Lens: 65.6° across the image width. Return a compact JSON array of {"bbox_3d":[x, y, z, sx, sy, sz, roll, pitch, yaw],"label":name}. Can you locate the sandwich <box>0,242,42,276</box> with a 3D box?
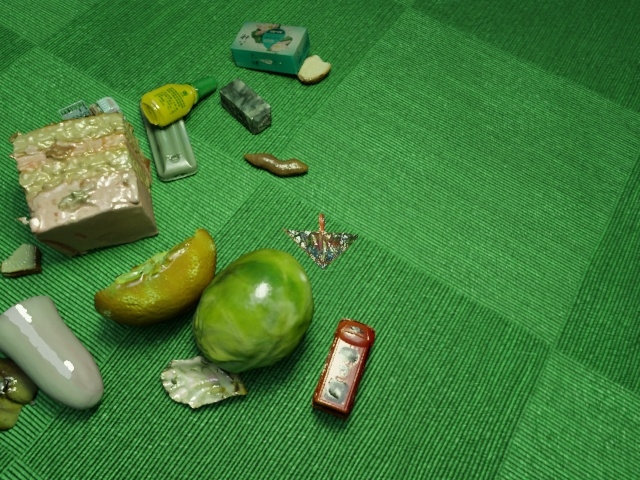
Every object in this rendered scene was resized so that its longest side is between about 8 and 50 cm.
[{"bbox_3d":[-0.850,0.058,1.409,0.105,0.035,0.093,-14,66,-9],"label":"sandwich"}]

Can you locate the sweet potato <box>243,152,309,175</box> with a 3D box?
[{"bbox_3d":[-0.146,-0.243,1.593,0.219,0.051,0.065,11,67,3],"label":"sweet potato"}]

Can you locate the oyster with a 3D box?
[{"bbox_3d":[-0.302,0.354,1.276,0.209,0.072,0.132,-15,84,7],"label":"oyster"}]

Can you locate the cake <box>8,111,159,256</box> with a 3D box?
[{"bbox_3d":[-0.635,-0.148,1.391,0.315,0.293,0.306,-19,71,-8],"label":"cake"}]

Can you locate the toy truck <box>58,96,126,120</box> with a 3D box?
[{"bbox_3d":[-0.733,-0.401,1.605,0.178,0.115,0.080,-33,69,-20],"label":"toy truck"}]

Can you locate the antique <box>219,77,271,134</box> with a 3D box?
[{"bbox_3d":[-0.246,-0.447,1.670,0.086,0.088,0.183,-41,72,-19],"label":"antique"}]

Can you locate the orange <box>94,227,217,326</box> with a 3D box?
[{"bbox_3d":[-0.413,0.109,1.286,0.335,0.262,0.196,-25,83,-14],"label":"orange"}]

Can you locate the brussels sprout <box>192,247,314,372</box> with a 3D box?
[{"bbox_3d":[-0.165,0.179,1.258,0.268,0.344,0.344,40,66,-10],"label":"brussels sprout"}]

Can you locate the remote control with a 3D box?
[{"bbox_3d":[-0.499,-0.346,1.618,0.128,0.065,0.335,-19,65,-10],"label":"remote control"}]

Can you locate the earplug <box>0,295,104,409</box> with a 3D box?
[{"bbox_3d":[-0.657,0.299,1.237,0.301,0.172,0.172,42,68,11],"label":"earplug"}]

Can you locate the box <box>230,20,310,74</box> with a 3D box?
[{"bbox_3d":[-0.177,-0.689,1.773,0.245,0.092,0.153,12,63,14],"label":"box"}]

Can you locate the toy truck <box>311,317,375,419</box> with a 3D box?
[{"bbox_3d":[0.065,0.319,1.284,0.108,0.114,0.252,18,65,7],"label":"toy truck"}]

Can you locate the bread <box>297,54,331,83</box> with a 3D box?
[{"bbox_3d":[-0.033,-0.614,1.794,0.129,0.044,0.126,-31,61,-13],"label":"bread"}]

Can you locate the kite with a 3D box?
[{"bbox_3d":[0.000,0.000,1.501,0.233,0.009,0.189,2,63,-2],"label":"kite"}]

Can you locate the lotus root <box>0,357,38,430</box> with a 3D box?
[{"bbox_3d":[-0.818,0.374,1.230,0.204,0.078,0.183,0,64,-5],"label":"lotus root"}]

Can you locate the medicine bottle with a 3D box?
[{"bbox_3d":[-0.450,-0.471,1.631,0.309,0.076,0.111,-47,113,-44],"label":"medicine bottle"}]
